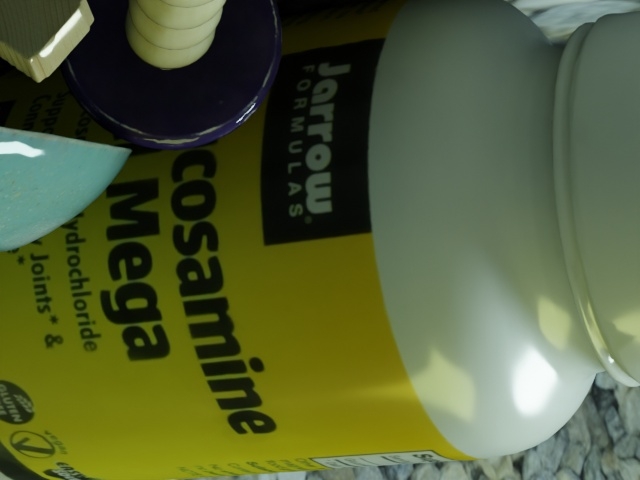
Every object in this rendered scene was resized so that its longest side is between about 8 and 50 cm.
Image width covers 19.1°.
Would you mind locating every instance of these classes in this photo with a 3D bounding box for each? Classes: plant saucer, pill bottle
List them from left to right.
[{"bbox_3d":[-0.222,-0.036,0.624,0.318,0.043,0.317,10,-178,0],"label":"plant saucer"},{"bbox_3d":[0.000,0.000,0.779,0.334,0.188,0.188,-8,172,25],"label":"pill bottle"}]

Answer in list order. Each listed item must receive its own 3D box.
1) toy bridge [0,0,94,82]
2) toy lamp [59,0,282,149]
[{"bbox_3d":[-0.098,-0.097,0.439,0.063,0.026,0.188,35,165,14],"label":"toy bridge"},{"bbox_3d":[-0.039,-0.080,0.565,0.080,0.080,0.275,-3,173,-10],"label":"toy lamp"}]
